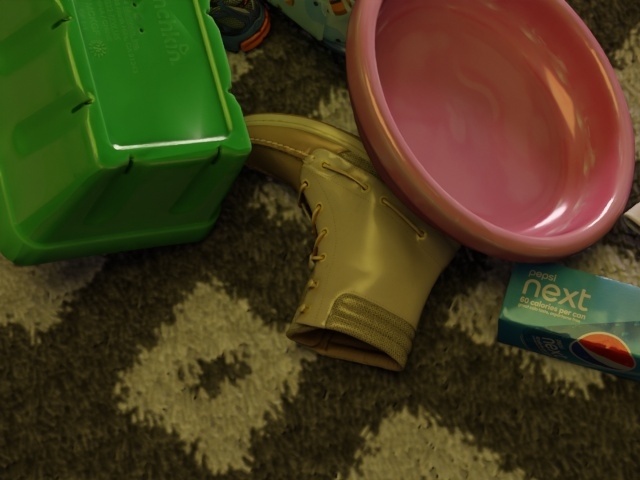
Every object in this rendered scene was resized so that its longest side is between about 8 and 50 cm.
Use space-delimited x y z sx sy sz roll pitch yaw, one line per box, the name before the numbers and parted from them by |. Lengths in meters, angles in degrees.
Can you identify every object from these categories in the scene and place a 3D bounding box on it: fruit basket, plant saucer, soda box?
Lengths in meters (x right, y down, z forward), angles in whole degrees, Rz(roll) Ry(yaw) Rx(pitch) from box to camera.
fruit basket | -0.274 -0.151 1.445 0.283 0.392 0.392 -9 60 -36
plant saucer | 0.154 -0.125 1.384 0.332 0.084 0.332 16 59 -28
soda box | 0.277 0.083 1.360 0.210 0.067 0.071 15 69 13

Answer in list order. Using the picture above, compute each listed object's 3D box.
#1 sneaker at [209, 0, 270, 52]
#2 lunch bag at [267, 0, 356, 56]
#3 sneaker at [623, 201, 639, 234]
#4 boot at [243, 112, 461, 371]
sneaker | -0.152 -0.288 1.559 0.221 0.087 0.083 26 71 16
lunch bag | 0.037 -0.336 1.538 0.243 0.115 0.303 -38 68 -27
sneaker | 0.400 -0.085 1.386 0.236 0.130 0.323 -10 68 0
boot | 0.000 0.000 1.413 0.262 0.095 0.203 23 71 9
